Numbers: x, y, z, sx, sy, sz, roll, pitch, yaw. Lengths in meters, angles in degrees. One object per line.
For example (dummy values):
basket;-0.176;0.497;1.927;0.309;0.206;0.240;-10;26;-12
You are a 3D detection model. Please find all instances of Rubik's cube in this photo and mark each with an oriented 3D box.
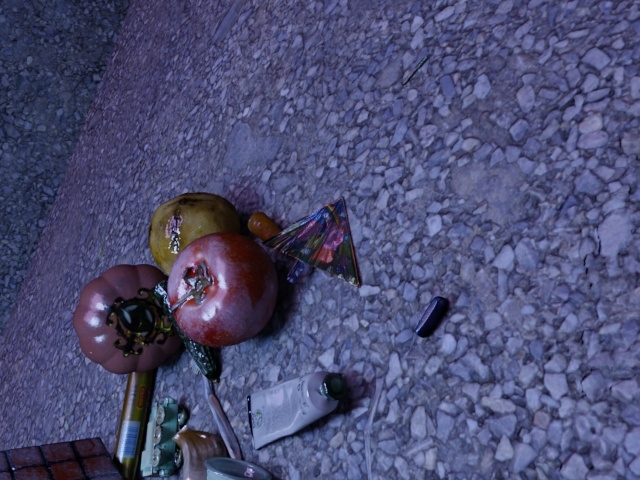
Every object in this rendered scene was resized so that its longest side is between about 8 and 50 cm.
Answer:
Rubik's cube;-0.682;0.736;1.469;0.344;0.343;0.337;34;111;48

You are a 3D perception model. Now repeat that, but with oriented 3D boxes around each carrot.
carrot;-0.104;-0.006;1.472;0.209;0.061;0.061;35;99;47

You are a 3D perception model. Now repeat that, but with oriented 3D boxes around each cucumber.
cucumber;-0.332;0.231;1.524;0.067;0.067;0.293;-39;79;29

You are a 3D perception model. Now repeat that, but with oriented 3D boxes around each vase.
vase;-0.204;0.610;1.207;0.143;0.143;0.299;5;78;49

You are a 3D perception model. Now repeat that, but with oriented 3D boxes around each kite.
kite;0.000;0.000;1.358;0.321;0.016;0.234;22;76;40

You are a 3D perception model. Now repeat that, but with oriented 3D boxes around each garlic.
garlic;-0.270;0.509;1.319;0.198;0.128;0.090;-98;28;-55

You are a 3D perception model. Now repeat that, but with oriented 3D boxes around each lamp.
lamp;-0.518;0.212;1.637;0.239;0.305;0.305;-6;66;59

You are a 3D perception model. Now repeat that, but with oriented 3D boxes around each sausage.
sausage;-0.524;0.512;1.660;0.082;0.082;0.371;-18;59;42

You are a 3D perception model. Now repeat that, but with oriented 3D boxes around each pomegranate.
pomegranate;-0.333;-0.012;1.593;0.260;0.260;0.260;-24;54;39

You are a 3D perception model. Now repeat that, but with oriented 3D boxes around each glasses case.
glasses case;0.200;0.139;1.069;0.023;0.033;0.083;36;100;40

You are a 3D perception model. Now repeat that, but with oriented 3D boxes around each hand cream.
hand cream;-0.065;0.338;1.218;0.336;0.076;0.121;-37;50;45

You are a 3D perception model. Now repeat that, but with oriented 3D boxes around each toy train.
toy train;-0.404;0.506;1.529;0.125;0.081;0.194;-30;52;41

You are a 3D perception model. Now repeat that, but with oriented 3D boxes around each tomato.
tomato;-0.221;0.114;1.400;0.270;0.227;0.270;-7;77;33

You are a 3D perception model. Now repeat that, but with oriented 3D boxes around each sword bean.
sword bean;0.210;-0.380;1.339;0.083;0.012;0.012;-47;43;23

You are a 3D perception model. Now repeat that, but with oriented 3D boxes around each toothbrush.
toothbrush;-0.256;0.402;1.451;0.375;0.028;0.037;48;119;49

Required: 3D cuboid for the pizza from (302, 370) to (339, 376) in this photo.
pizza;-0.006;0.315;1.214;0.100;0.029;0.099;-16;61;45
